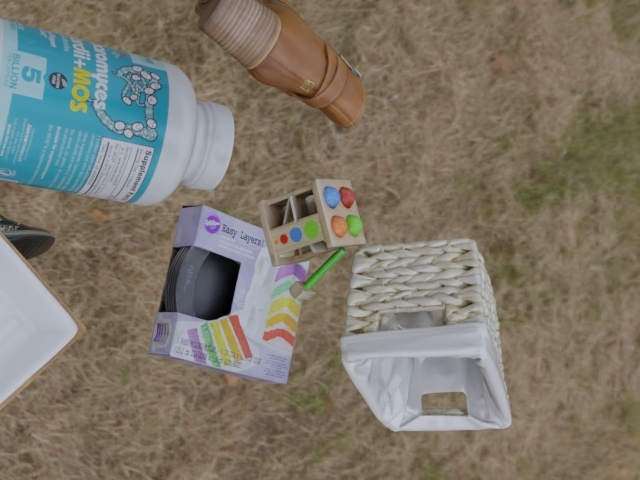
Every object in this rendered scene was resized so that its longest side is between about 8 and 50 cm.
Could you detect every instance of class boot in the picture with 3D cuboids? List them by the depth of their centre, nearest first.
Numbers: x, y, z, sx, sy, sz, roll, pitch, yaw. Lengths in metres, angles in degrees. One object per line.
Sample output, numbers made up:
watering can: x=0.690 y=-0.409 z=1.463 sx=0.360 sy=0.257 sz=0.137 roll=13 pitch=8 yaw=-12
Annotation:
boot: x=-0.032 y=-0.177 z=0.732 sx=0.152 sy=0.073 sz=0.197 roll=33 pitch=29 yaw=-22
boot: x=-0.640 y=-0.049 z=1.614 sx=0.179 sy=0.085 sz=0.236 roll=54 pitch=23 yaw=19

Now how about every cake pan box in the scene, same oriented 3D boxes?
cake pan box: x=-0.144 y=0.092 z=1.368 sx=0.266 sy=0.070 sz=0.246 roll=25 pitch=69 yaw=-42

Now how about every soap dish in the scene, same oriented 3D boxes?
soap dish: x=-0.567 y=0.117 z=1.362 sx=0.291 sy=0.118 sz=0.229 roll=52 pitch=57 yaw=-14

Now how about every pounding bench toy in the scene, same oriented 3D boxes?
pounding bench toy: x=0.000 y=0.000 z=0.645 sx=0.052 sy=0.065 sz=0.083 roll=-5 pitch=80 yaw=-58

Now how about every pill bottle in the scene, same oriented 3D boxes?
pill bottle: x=-0.221 y=-0.116 z=0.806 sx=0.264 sy=0.146 sz=0.146 roll=9 pitch=85 yaw=-31

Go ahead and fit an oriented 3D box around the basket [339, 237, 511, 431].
basket: x=0.091 y=0.081 z=0.683 sx=0.167 sy=0.113 sz=0.103 roll=60 pitch=29 yaw=-54
